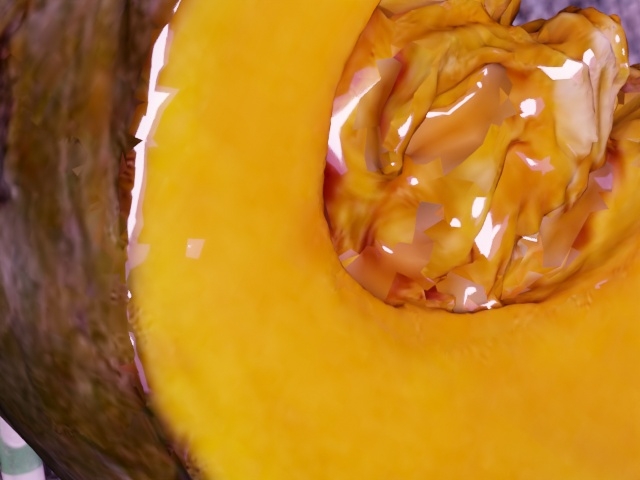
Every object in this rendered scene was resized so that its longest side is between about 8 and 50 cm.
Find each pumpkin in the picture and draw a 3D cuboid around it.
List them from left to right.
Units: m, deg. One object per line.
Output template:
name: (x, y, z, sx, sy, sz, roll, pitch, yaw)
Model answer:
pumpkin: (0.000, 0.000, 0.519, 0.303, 0.225, 0.256, 21, 93, -25)

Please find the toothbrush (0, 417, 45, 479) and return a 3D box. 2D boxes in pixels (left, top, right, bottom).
toothbrush: (-0.136, 0.003, 0.583, 0.018, 0.024, 0.257, -12, 112, -17)
